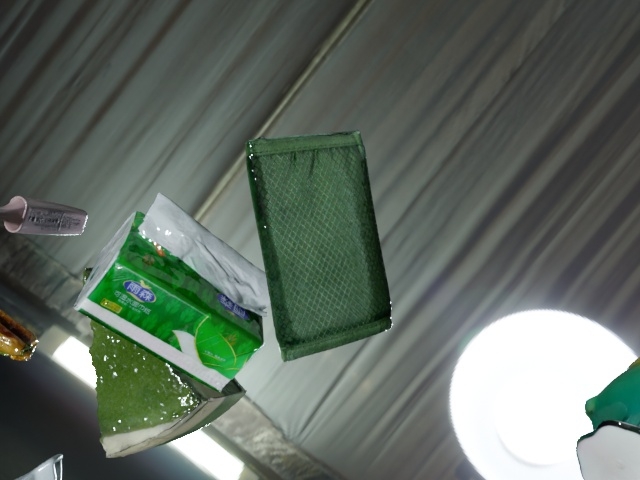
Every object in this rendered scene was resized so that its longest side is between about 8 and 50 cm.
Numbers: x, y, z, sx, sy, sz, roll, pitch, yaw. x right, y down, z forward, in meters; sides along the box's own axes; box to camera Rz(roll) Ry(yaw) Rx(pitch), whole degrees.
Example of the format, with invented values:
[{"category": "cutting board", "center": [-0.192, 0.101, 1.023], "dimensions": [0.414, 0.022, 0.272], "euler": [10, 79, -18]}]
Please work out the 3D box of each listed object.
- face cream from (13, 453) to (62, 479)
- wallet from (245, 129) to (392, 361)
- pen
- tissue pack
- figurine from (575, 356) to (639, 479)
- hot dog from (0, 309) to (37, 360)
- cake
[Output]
[{"category": "face cream", "center": [-0.314, 0.406, 0.760], "dimensions": [0.146, 0.369, 0.145], "euler": [-2, 169, 0]}, {"category": "wallet", "center": [-0.002, 0.000, 0.836], "dimensions": [0.160, 0.235, 0.055], "euler": [-11, 180, -42]}, {"category": "pen", "center": [-0.416, -0.035, 1.122], "dimensions": [0.032, 0.053, 0.197], "euler": [20, -175, 20]}, {"category": "tissue pack", "center": [-0.165, 0.056, 0.950], "dimensions": [0.209, 0.156, 0.148], "euler": [36, -160, -17]}, {"category": "figurine", "center": [0.674, 0.359, 1.559], "dimensions": [0.232, 0.323, 0.340], "euler": [26, -142, 30]}, {"category": "hot dog", "center": [-0.566, 0.153, 1.317], "dimensions": [0.188, 0.055, 0.072], "euler": [28, -168, 25]}, {"category": "cake", "center": [-0.280, 0.185, 1.136], "dimensions": [0.283, 0.172, 0.158], "euler": [46, -170, 18]}]
